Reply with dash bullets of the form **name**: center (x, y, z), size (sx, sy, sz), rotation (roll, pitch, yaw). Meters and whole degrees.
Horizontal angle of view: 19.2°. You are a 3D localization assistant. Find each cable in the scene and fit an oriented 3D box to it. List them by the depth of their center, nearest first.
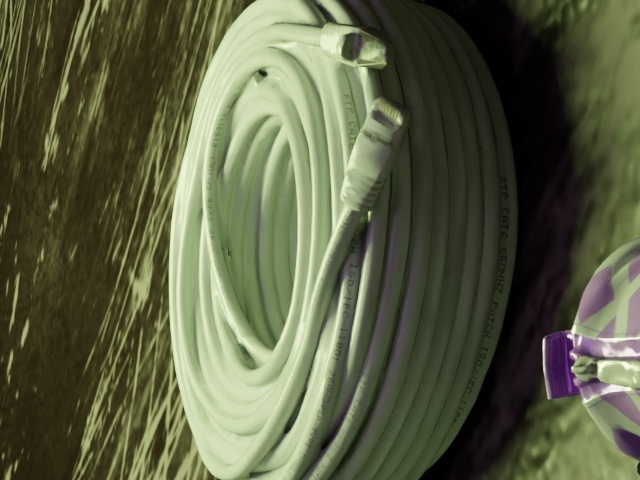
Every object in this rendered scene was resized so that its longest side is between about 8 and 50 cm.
- **cable**: center (0.000, 0.000, 0.916), size (0.257, 0.089, 0.257), rotation (-131, 49, -59)

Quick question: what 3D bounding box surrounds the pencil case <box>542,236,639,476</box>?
- **pencil case**: center (0.151, 0.028, 0.564), size (0.206, 0.088, 0.086), rotation (164, 106, -64)
